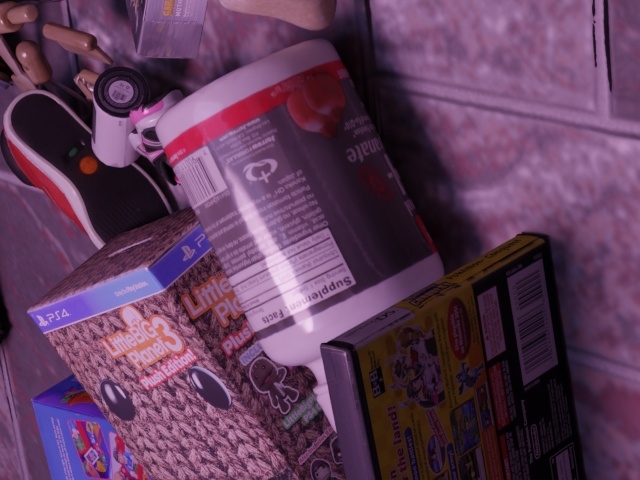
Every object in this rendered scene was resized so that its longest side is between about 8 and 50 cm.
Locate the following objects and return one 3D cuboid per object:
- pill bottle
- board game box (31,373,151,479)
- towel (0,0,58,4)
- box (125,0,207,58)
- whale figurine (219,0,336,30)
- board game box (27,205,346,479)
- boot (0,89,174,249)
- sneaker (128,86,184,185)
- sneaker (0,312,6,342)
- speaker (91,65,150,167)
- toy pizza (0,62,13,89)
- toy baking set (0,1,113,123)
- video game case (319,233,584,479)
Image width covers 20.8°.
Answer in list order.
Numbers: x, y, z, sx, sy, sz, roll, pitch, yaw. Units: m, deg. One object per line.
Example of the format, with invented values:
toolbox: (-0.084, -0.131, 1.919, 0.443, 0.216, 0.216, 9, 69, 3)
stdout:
pill bottle: (0.000, 0.000, 1.523, 0.176, 0.176, 0.318, -27, 89, 51)
board game box: (-0.185, 0.334, 1.970, 0.233, 0.078, 0.347, 9, 118, 39)
towel: (-0.399, -0.248, 1.722, 0.312, 0.324, 0.056, 6, 98, 47)
box: (-0.136, -0.298, 1.520, 0.231, 0.056, 0.183, -106, 24, -47)
whale figurine: (0.005, -0.283, 1.384, 0.272, 0.216, 0.141, 122, 154, -52)
board game box: (-0.100, 0.123, 1.682, 0.232, 0.141, 0.291, -20, 108, 51)
boot: (-0.246, -0.047, 1.867, 0.244, 0.088, 0.176, 48, 163, -2)
sneaker: (-0.141, -0.084, 1.661, 0.178, 0.072, 0.077, 55, -170, -83)
sneaker: (-0.442, 0.069, 2.126, 0.097, 0.135, 0.276, 33, 110, 49)
speaker: (-0.198, -0.120, 1.721, 0.055, 0.055, 0.136, 55, 164, 10)
toy pizza: (-0.426, -0.214, 1.899, 0.201, 0.201, 0.032, 23, 92, 39)
toy baking set: (-0.282, -0.174, 1.781, 0.256, 0.030, 0.197, 6, 150, 50)
video game case: (0.118, 0.163, 1.422, 0.035, 0.248, 0.275, 8, 116, 44)
